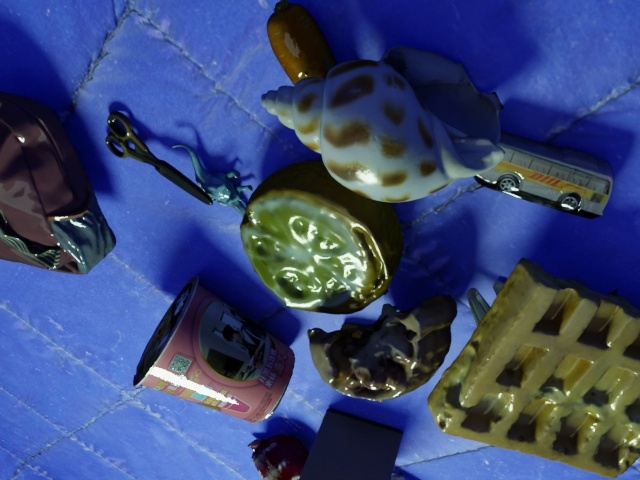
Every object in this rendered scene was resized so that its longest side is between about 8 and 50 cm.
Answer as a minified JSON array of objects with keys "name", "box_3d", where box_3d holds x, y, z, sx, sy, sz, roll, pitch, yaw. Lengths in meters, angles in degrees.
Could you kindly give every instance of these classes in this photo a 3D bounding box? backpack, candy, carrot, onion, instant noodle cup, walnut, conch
[{"name":"backpack","box_3d":[-0.513,-0.099,1.009,0.283,0.197,0.317,9,132,19]},{"name":"candy","box_3d":[0.000,0.000,0.927,0.260,0.118,0.260,13,131,15]},{"name":"carrot","box_3d":[0.002,-0.203,0.776,0.067,0.067,0.225,-15,124,34]},{"name":"onion","box_3d":[-0.096,0.540,1.463,0.218,0.140,0.195,35,158,53]},{"name":"instant noodle cup","box_3d":[-0.194,0.227,1.164,0.255,0.244,0.244,33,136,-16]},{"name":"walnut","box_3d":[0.114,0.172,0.955,0.238,0.204,0.141,-19,80,19]},{"name":"conch","box_3d":[0.072,-0.136,0.714,0.275,0.182,0.149,25,144,-18]}]

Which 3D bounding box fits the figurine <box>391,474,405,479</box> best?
[{"name":"figurine","box_3d":[0.139,0.656,1.460,0.163,0.141,0.236,8,148,-12]}]

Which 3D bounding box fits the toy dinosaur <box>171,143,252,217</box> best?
[{"name":"toy dinosaur","box_3d":[-0.159,-0.085,0.970,0.080,0.045,0.197,-15,127,46]}]

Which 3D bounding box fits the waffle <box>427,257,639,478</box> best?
[{"name":"waffle","box_3d":[0.368,0.205,0.877,0.348,0.077,0.304,18,118,-10]}]

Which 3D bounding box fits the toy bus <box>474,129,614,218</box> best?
[{"name":"toy bus","box_3d":[0.281,-0.087,0.764,0.172,0.057,0.072,18,126,8]}]

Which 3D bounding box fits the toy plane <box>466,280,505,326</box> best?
[{"name":"toy plane","box_3d":[0.309,0.203,0.969,0.212,0.088,0.267,18,116,10]}]

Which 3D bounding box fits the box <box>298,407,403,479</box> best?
[{"name":"box","box_3d":[0.049,0.519,1.280,0.188,0.252,0.153,15,136,10]}]

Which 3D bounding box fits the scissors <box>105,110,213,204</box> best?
[{"name":"scissors","box_3d":[-0.260,-0.122,0.974,0.220,0.017,0.088,36,135,7]}]

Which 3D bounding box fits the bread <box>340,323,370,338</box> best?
[{"name":"bread","box_3d":[0.082,0.237,1.148,0.103,0.065,0.187,7,134,11]}]
